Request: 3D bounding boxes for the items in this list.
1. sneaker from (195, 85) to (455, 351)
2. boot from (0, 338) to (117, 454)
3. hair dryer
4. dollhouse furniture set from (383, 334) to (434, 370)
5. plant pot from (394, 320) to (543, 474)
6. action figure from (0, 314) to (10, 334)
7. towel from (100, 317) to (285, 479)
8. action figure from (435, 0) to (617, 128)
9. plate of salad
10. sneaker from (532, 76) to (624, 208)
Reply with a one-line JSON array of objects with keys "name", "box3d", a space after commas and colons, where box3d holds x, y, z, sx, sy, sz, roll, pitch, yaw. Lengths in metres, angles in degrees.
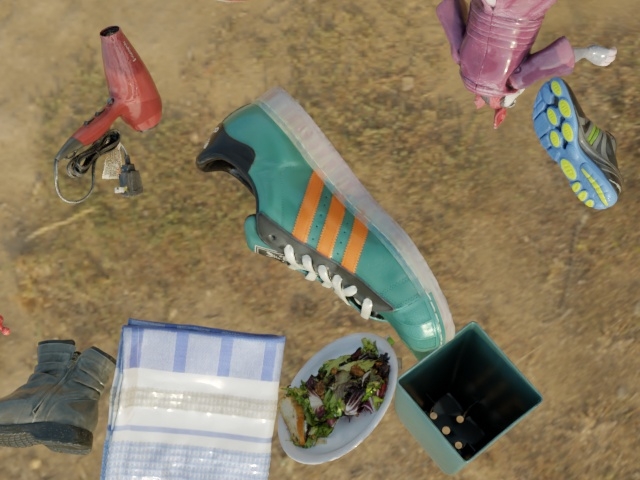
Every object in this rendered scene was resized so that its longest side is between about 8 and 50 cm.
[{"name": "sneaker", "box3d": [0.000, 0.000, 1.041, 0.121, 0.108, 0.302, -37, 78, -10]}, {"name": "boot", "box3d": [-0.432, 0.225, 1.629, 0.246, 0.083, 0.161, 6, 64, 8]}, {"name": "hair dryer", "box3d": [-0.338, -0.206, 1.801, 0.080, 0.223, 0.293, 5, 94, 22]}, {"name": "dollhouse furniture set", "box3d": [0.138, 0.179, 1.764, 0.151, 0.058, 0.076, -34, 75, -14]}, {"name": "plant pot", "box3d": [0.220, 0.277, 1.771, 0.166, 0.165, 0.234, 49, 161, 17]}, {"name": "action figure", "box3d": [-0.503, 0.116, 1.608, 0.115, 0.038, 0.030, 19, 138, 23]}, {"name": "towel", "box3d": [-0.160, 0.244, 1.333, 0.209, 0.034, 0.285, 8, 97, -12]}, {"name": "action figure", "box3d": [0.260, -0.302, 1.472, 0.248, 0.276, 0.370, 21, 130, 21]}, {"name": "plate of salad", "box3d": [0.015, 0.201, 1.440, 0.200, 0.200, 0.048, -24, 128, 32]}, {"name": "sneaker", "box3d": [0.345, -0.132, 1.453, 0.067, 0.078, 0.188, -21, 105, 47]}]
